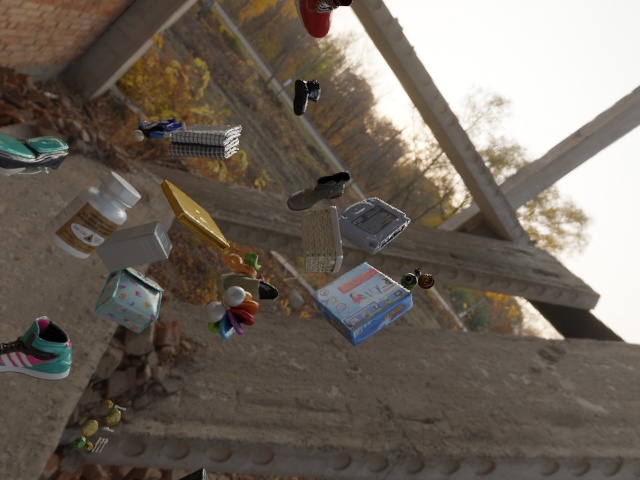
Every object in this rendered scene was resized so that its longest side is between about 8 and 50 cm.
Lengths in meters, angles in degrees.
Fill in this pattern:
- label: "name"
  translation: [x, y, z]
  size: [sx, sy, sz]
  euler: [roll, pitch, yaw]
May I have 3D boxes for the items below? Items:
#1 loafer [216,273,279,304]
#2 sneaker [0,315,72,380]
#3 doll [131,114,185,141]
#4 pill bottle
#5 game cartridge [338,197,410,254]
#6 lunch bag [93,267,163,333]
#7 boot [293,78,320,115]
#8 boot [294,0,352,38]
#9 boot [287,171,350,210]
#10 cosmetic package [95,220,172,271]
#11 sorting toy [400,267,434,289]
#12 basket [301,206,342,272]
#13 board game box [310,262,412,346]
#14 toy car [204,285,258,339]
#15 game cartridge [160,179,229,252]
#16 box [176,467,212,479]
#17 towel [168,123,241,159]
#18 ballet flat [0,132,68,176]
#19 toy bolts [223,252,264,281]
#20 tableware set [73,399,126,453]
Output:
- label: "loafer"
  translation: [-0.278, 0.187, 1.639]
  size: [0.268, 0.092, 0.102]
  euler: [17, 64, -31]
- label: "sneaker"
  translation: [-0.913, 0.315, 1.264]
  size: [0.295, 0.179, 0.124]
  euler: [18, 9, -24]
- label: "doll"
  translation: [-0.543, -0.371, 1.377]
  size: [0.129, 0.046, 0.189]
  euler: [32, 40, 19]
- label: "pill bottle"
  translation: [-0.614, -0.073, 1.130]
  size: [0.131, 0.229, 0.131]
  euler: [43, -5, 5]
- label: "game cartridge"
  translation: [0.184, -0.064, 1.517]
  size: [0.198, 0.062, 0.297]
  euler: [29, 37, 24]
- label: "lunch bag"
  translation: [-0.815, 0.230, 1.792]
  size: [0.223, 0.160, 0.262]
  euler: [42, 25, -33]
- label: "boot"
  translation: [-0.044, -0.472, 1.364]
  size: [0.099, 0.045, 0.121]
  euler: [-16, 112, -53]
- label: "boot"
  translation: [0.013, -0.503, 0.877]
  size: [0.244, 0.088, 0.176]
  euler: [84, -19, -66]
- label: "boot"
  translation: [-0.012, -0.200, 1.584]
  size: [0.161, 0.246, 0.084]
  euler: [105, -34, -74]
- label: "cosmetic package"
  translation: [-0.705, 0.023, 1.562]
  size: [0.107, 0.237, 0.127]
  euler: [-96, 176, -55]
- label: "sorting toy"
  translation: [0.289, 0.113, 1.236]
  size: [0.042, 0.101, 0.061]
  euler: [54, 40, -58]
- label: "basket"
  translation: [0.000, 0.000, 1.184]
  size: [0.113, 0.103, 0.167]
  euler: [98, -12, -63]
- label: "board game box"
  translation: [0.165, 0.251, 1.716]
  size: [0.302, 0.308, 0.086]
  euler: [35, -34, 50]
- label: "toy car"
  translation: [-0.291, 0.261, 1.404]
  size: [0.136, 0.182, 0.159]
  euler: [39, -22, 35]
- label: "game cartridge"
  translation: [-0.558, -0.110, 1.815]
  size: [0.323, 0.052, 0.285]
  euler: [44, -1, 44]
- label: "box"
  translation: [-0.304, 0.613, 0.882]
  size: [0.180, 0.147, 0.078]
  euler: [-124, -169, -68]
- label: "towel"
  translation: [-0.477, -0.415, 1.738]
  size: [0.284, 0.234, 0.122]
  euler: [-80, 172, -68]
- label: "ballet flat"
  translation: [-0.509, -0.140, 0.697]
  size: [0.074, 0.074, 0.203]
  euler: [51, 9, -8]
- label: "toy bolts"
  translation: [-0.392, 0.188, 2.019]
  size: [0.159, 0.218, 0.229]
  euler: [-64, 151, -41]
- label: "tableware set"
  translation: [-0.696, 0.583, 1.296]
  size: [0.024, 0.154, 0.104]
  euler: [7, -29, 37]
